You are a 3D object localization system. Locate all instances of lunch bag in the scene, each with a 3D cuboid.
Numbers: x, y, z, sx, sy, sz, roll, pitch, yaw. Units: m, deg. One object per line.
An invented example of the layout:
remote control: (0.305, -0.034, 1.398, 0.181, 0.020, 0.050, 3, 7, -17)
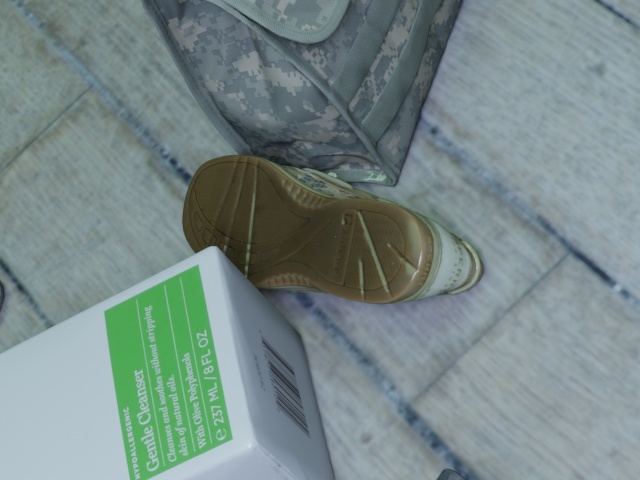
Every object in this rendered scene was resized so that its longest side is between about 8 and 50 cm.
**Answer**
lunch bag: (-0.017, -0.219, 1.609, 0.169, 0.287, 0.235, 1, 58, 34)

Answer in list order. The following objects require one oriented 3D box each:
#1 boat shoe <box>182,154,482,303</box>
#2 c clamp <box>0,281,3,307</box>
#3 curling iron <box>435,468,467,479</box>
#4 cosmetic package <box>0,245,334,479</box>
boat shoe: (0.000, 0.000, 1.586, 0.285, 0.089, 0.105, 20, 96, 44)
c clamp: (-0.356, 0.093, 1.790, 0.160, 0.022, 0.137, -15, 45, 26)
curling iron: (0.026, 0.262, 1.190, 0.068, 0.035, 0.274, 14, 67, 35)
cosmetic package: (-0.185, 0.186, 1.509, 0.365, 0.155, 0.197, -27, 49, 13)
